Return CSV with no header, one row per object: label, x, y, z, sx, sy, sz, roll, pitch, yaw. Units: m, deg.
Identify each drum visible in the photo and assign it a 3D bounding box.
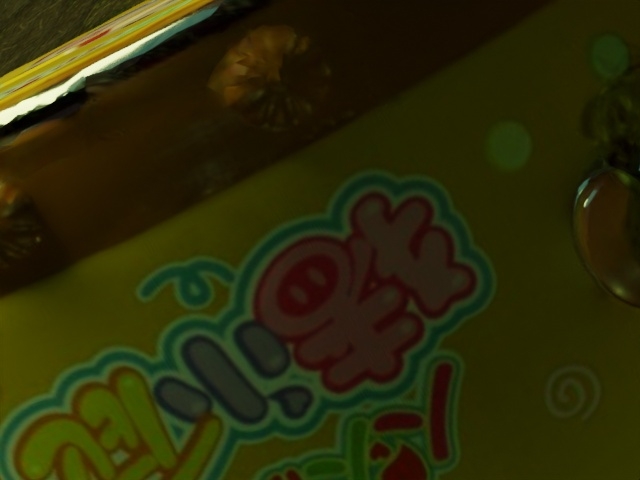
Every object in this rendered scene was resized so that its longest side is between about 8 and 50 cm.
drum,0.000,0.000,0.699,0.431,0.214,0.431,-27,10,5
